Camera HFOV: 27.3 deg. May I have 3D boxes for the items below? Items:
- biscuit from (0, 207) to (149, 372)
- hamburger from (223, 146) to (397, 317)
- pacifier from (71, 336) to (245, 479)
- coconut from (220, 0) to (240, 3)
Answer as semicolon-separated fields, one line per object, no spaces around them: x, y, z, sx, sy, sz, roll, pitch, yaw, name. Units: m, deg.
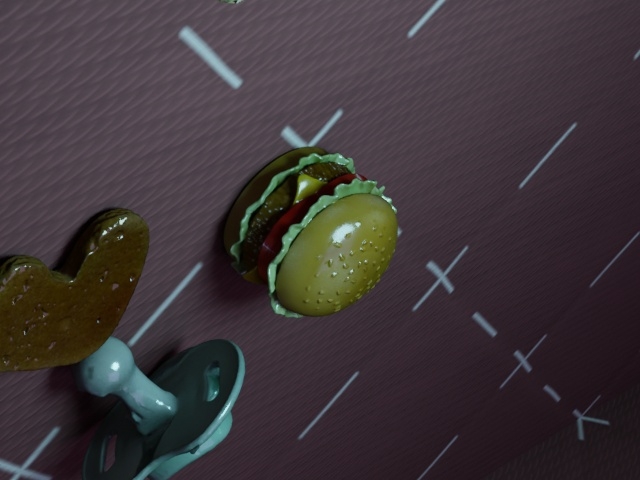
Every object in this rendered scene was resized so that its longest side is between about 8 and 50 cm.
-0.382;0.070;1.898;0.277;0.052;0.262;-6;126;-48;biscuit
0.000;0.000;2.143;0.274;0.212;0.274;-33;147;-25;hamburger
-0.285;0.244;2.102;0.343;0.288;0.269;-33;118;14;pacifier
-0.104;-0.390;1.528;0.230;0.227;0.227;-70;-178;-59;coconut
